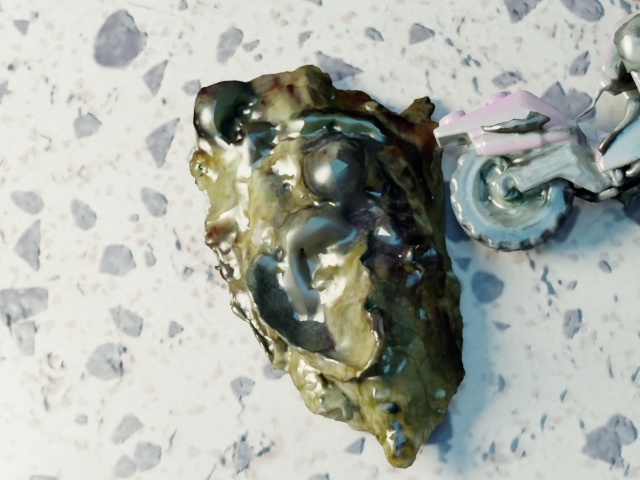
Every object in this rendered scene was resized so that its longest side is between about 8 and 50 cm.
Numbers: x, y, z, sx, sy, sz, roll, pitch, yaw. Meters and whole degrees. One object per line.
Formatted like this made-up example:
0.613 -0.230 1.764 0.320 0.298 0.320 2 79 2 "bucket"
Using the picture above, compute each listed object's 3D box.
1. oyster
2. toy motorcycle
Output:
-0.001 0.011 1.106 0.221 0.096 0.361 -8 67 9 "oyster"
0.245 -0.123 1.104 0.327 0.143 0.188 -23 76 7 "toy motorcycle"
